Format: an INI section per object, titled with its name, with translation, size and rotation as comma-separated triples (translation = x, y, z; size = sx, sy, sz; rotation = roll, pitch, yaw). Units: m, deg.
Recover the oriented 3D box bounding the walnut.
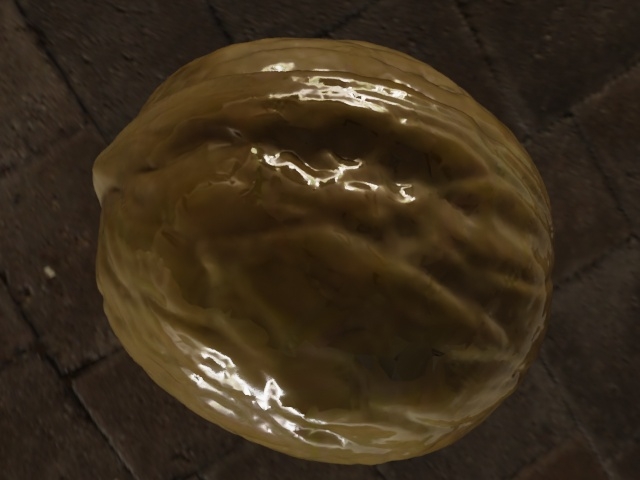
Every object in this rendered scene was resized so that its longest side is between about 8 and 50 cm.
[walnut]
translation = 0.000, 0.000, 1.055
size = 0.333, 0.333, 0.333
rotation = -5, 106, -17
